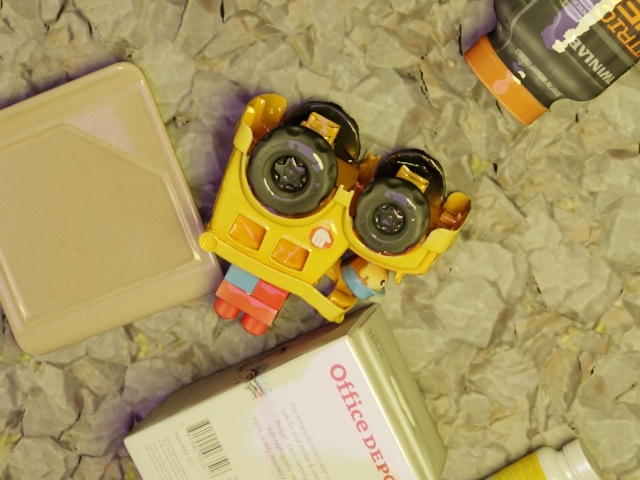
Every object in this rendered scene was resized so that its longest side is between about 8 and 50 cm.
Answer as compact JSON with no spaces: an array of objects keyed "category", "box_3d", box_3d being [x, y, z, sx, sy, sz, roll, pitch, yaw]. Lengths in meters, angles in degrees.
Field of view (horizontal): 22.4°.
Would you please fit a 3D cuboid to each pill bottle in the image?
[{"category":"pill bottle","box_3d":[0.241,-0.209,1.396,0.245,0.130,0.130,-42,89,14]},{"category":"pill bottle","box_3d":[0.202,0.232,1.504,0.116,0.065,0.065,-32,92,13]}]

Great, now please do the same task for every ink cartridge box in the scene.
[{"category":"ink cartridge box","box_3d":[-0.024,0.189,1.486,0.232,0.168,0.171,-25,94,13]}]

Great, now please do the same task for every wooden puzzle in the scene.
[{"category":"wooden puzzle","box_3d":[-0.230,-0.029,1.560,0.221,0.044,0.239,-20,99,13]}]

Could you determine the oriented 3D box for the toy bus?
[{"category":"toy bus","box_3d":[0.000,0.000,1.468,0.220,0.149,0.211,27,108,4]}]
